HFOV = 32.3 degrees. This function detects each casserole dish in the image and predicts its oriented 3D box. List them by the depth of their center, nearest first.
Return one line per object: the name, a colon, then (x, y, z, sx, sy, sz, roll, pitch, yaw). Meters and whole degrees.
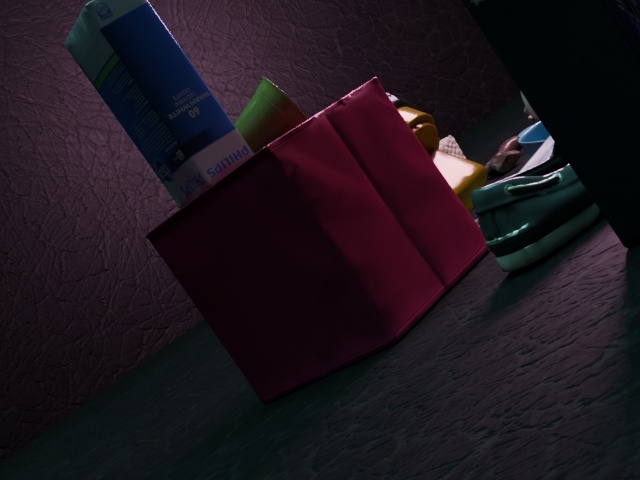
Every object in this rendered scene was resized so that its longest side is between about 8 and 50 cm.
casserole dish: (0.357, -0.145, 1.490, 0.188, 0.037, 0.114, -5, 22, 41)

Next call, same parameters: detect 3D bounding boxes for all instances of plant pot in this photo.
plant pot: (-0.071, -0.152, 1.407, 0.079, 0.083, 0.083, -46, 4, -2)

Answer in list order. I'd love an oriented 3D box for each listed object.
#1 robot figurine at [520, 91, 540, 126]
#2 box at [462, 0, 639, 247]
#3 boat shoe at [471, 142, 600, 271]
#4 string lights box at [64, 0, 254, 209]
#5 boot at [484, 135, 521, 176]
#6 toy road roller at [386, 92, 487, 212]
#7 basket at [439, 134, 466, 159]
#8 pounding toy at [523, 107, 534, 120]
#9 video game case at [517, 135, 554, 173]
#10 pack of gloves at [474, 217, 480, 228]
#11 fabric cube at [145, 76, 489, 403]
robot figurine: (0.416, -0.253, 1.688, 0.209, 0.173, 0.278, -11, -1, -12)
box: (0.254, -0.149, 0.990, 0.103, 0.261, 0.184, -32, 5, 31)
boat shoe: (0.292, -0.091, 1.178, 0.319, 0.099, 0.116, -36, 4, -19)
string lights box: (-0.203, -0.176, 1.374, 0.077, 0.260, 0.133, -37, 5, -26)
boot: (0.351, -0.159, 2.036, 0.106, 0.037, 0.114, -48, 2, -8)
toy road roller: (0.103, -0.038, 1.633, 0.202, 0.240, 0.329, -38, -37, -45)
basket: (0.226, -0.128, 2.190, 0.103, 0.113, 0.167, -28, 6, 27)
pounding toy: (0.472, -0.287, 2.121, 0.206, 0.094, 0.181, -42, -24, -54)
video game case: (0.324, -0.109, 1.351, 0.143, 0.019, 0.157, -7, 28, 43)
pack of gloves: (0.280, -0.080, 1.587, 0.232, 0.046, 0.195, -31, 6, 42)
fabric cube: (0.000, 0.000, 1.355, 0.254, 0.258, 0.259, -32, 4, 43)
